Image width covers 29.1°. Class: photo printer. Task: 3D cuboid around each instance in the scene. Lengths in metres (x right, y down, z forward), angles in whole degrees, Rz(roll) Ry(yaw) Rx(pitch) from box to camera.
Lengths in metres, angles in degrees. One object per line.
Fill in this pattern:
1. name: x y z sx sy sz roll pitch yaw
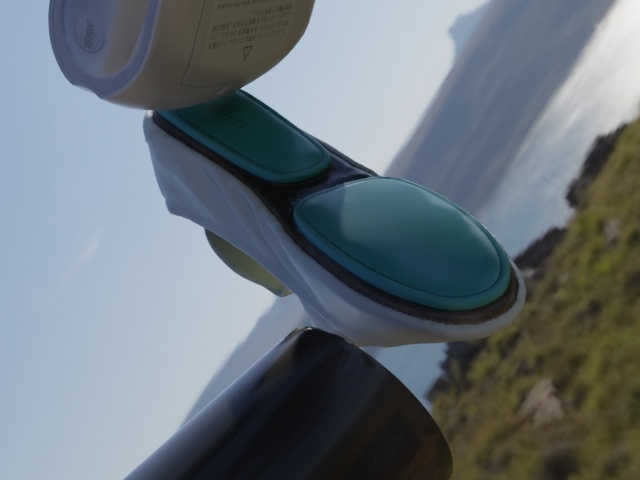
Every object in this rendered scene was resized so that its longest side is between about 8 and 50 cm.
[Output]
1. photo printer: -0.075 -0.245 0.894 0.256 0.107 0.307 -29 -40 -58

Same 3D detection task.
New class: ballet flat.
1. ballet flat: 0.000 0.000 0.931 0.139 0.400 0.139 -23 -51 -31

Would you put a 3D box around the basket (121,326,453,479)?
1. basket: -0.046 0.168 0.681 0.227 0.154 0.204 -44 12 -25
